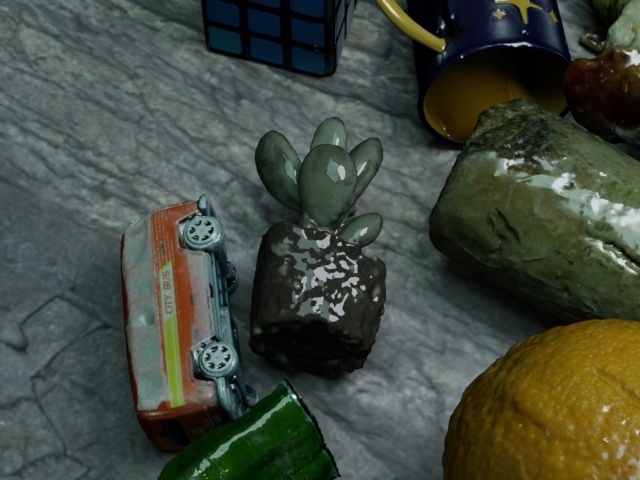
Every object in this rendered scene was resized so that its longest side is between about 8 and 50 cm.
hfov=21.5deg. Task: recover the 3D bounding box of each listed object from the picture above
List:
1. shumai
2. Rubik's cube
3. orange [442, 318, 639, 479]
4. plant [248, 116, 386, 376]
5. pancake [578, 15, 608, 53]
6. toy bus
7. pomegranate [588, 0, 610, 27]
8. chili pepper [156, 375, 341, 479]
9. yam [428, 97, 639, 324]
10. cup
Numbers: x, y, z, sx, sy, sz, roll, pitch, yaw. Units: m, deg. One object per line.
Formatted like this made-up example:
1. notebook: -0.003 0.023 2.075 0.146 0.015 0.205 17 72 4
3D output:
1. shumai: 0.381 -0.150 1.796 0.272 0.222 0.204 33 67 -26
2. Rubik's cube: -0.042 -0.308 1.942 0.162 0.160 0.163 12 58 8
3. orange: 0.277 0.236 1.513 0.322 0.322 0.357 -39 59 -21
4. plant: 0.002 0.002 1.761 0.146 0.149 0.274 11 58 -15
5. pancake: 0.387 -0.278 2.005 0.190 0.020 0.184 -17 60 -11
6. toy bus: -0.140 0.084 1.727 0.120 0.121 0.265 -12 58 4
7. pomegranate: 0.385 -0.306 1.937 0.163 0.125 0.138 -12 45 -9
8. chili pepper: -0.115 0.253 1.614 0.270 0.136 0.099 -32 62 -12
9. yam: 0.268 -0.009 1.733 0.300 0.195 0.195 31 63 17
10. cup: 0.167 -0.277 1.870 0.178 0.255 0.256 -17 55 15
